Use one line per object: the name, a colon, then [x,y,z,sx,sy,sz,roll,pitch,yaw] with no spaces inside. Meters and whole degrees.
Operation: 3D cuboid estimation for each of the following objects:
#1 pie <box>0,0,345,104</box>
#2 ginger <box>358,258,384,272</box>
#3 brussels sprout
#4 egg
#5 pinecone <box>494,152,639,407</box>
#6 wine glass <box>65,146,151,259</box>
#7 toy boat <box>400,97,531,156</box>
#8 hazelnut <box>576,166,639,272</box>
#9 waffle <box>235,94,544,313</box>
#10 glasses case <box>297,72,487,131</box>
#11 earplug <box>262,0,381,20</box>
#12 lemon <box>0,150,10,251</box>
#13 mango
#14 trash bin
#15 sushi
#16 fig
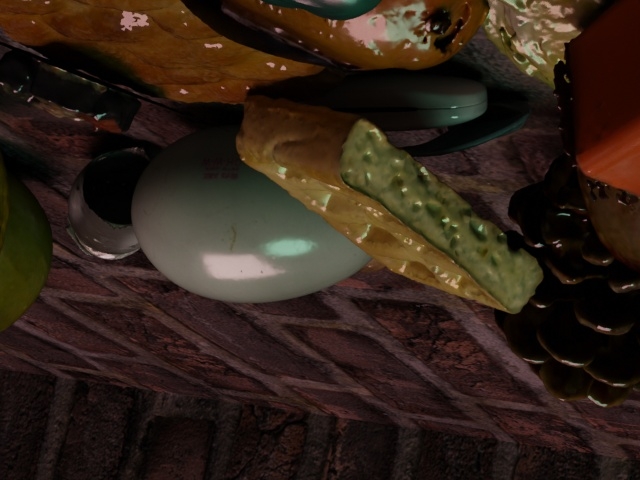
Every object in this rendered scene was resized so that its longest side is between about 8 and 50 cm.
pie: [-0.123,-0.191,1.463,0.339,0.083,0.339,9,167,2]
ginger: [0.001,-0.001,2.126,0.190,0.069,0.095,8,-172,12]
brussels sprout: [0.186,-0.169,1.259,0.181,0.100,0.139,36,150,-33]
egg: [-0.062,-0.026,1.839,0.264,0.183,0.183,3,165,6]
pinecone: [0.278,0.017,1.662,0.244,0.244,0.309,12,154,0]
wine glass: [-0.233,-0.041,2.067,0.111,0.111,0.204,14,166,-7]
toy boat: [0.126,-0.090,1.594,0.096,0.034,0.122,-7,-162,42]
hazelnut: [0.302,-0.067,1.418,0.208,0.208,0.208,11,166,3]
waffle: [0.056,-0.029,1.555,0.274,0.057,0.168,37,167,-38]
glasses case: [0.052,-0.122,1.593,0.193,0.049,0.074,-1,-167,19]
earplug: [-0.071,-0.233,1.069,0.257,0.280,0.164,-36,172,22]
lemon: [-0.492,-0.045,1.876,0.336,0.336,0.336,11,166,3]
mango: [0.001,-0.195,1.203,0.248,0.151,0.156,19,-167,34]
trash bin: [0.274,-0.107,1.131,0.161,0.184,0.238,19,144,-29]
sushi: [-0.229,-0.131,1.637,0.219,0.047,0.231,23,-176,31]
fig: [-0.486,-0.012,2.150,0.326,0.258,0.258,37,157,-22]
